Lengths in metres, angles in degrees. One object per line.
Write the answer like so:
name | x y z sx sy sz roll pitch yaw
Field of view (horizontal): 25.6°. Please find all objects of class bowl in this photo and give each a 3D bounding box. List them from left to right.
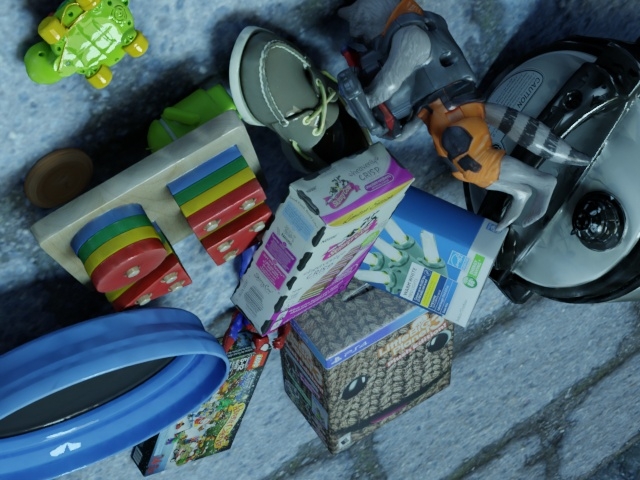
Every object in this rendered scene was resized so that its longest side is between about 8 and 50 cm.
bowl | -0.305 0.201 1.755 0.391 0.077 0.391 -23 161 -8

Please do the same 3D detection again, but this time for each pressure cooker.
pressure cooker | 0.406 -0.097 1.921 0.420 0.375 0.369 -2 91 -42

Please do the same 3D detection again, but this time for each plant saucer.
plant saucer | -0.293 -0.068 1.582 0.083 0.013 0.083 -27 147 -19

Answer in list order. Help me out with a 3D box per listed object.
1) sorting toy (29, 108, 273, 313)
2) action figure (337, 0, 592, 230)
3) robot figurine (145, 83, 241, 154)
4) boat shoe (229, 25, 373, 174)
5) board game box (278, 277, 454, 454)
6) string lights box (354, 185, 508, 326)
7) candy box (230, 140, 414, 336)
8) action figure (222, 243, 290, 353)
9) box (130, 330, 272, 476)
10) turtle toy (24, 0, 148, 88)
sorting toy | -0.171 -0.013 1.615 0.255 0.089 0.257 -31 166 -3
action figure | 0.150 -0.166 1.679 0.178 0.330 0.341 -40 -179 11
robot figurine | -0.148 -0.127 1.608 0.115 0.067 0.101 -35 157 -6
boat shoe | -0.016 -0.156 1.656 0.109 0.091 0.305 -67 154 -13
board game box | 0.071 0.151 2.122 0.232 0.141 0.291 -29 148 -17
string lights box | 0.100 -0.003 1.850 0.077 0.260 0.133 -58 168 -46
candy box | 0.000 0.000 1.708 0.159 0.071 0.233 -29 158 -38
action figure | -0.087 0.091 1.891 0.091 0.139 0.280 9 143 5
box | -0.176 0.239 2.067 0.159 0.044 0.233 -13 140 -36
turtle toy | -0.243 -0.203 1.412 0.130 0.066 0.095 -40 126 6
